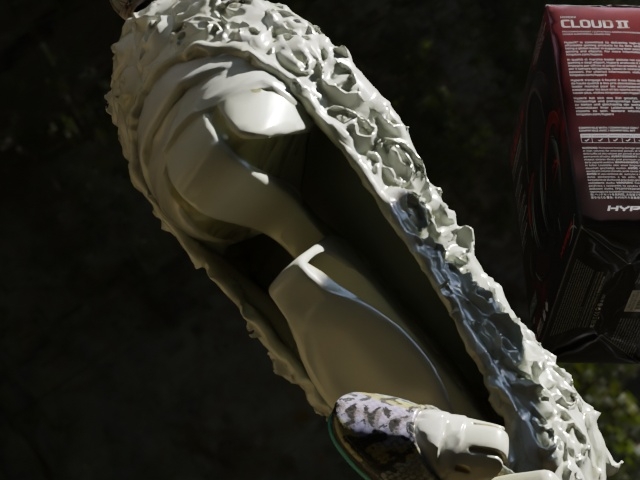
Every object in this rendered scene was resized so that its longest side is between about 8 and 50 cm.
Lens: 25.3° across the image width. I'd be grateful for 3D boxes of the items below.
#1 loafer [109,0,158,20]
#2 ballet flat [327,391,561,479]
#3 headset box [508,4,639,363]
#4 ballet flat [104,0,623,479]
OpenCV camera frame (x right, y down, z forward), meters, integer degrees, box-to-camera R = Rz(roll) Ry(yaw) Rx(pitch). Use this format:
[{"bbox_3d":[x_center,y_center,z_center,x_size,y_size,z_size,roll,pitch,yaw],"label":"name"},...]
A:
[{"bbox_3d":[-0.184,-0.248,1.546,0.125,0.039,0.045,28,-76,27],"label":"loafer"},{"bbox_3d":[0.055,0.080,0.469,0.114,0.041,0.041,40,-26,-18],"label":"ballet flat"},{"bbox_3d":[0.255,-0.063,1.336,0.218,0.110,0.293,96,-6,-54],"label":"headset box"},{"bbox_3d":[0.000,0.000,0.746,0.409,0.147,0.147,50,-30,22],"label":"ballet flat"}]
